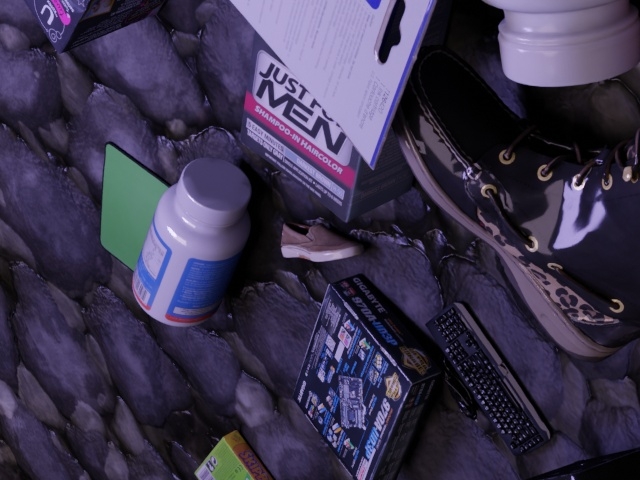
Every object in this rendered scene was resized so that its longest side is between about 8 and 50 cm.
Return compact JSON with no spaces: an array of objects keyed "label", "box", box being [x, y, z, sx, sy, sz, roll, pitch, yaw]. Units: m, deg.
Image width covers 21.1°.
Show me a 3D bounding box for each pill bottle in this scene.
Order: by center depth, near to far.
[{"label":"pill bottle","box":[0.211,-0.309,1.542,0.176,0.176,0.318,14,121,44]},{"label":"pill bottle","box":[-0.159,0.000,2.197,0.124,0.124,0.221,47,139,19]}]

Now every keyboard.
[{"label":"keyboard","box":[0.180,0.170,1.979,0.192,0.038,0.100,56,142,9]}]

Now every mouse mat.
[{"label":"mouse mat","box":[-0.255,-0.030,2.386,0.152,0.007,0.190,36,134,30]}]

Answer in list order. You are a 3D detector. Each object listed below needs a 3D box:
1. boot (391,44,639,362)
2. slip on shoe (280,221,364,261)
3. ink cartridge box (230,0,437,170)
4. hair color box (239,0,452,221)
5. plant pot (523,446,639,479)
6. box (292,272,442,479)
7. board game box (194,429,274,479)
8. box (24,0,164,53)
[{"label":"boot","box":[0.255,-0.070,1.650,0.377,0.138,0.284,54,142,-6]},{"label":"slip on shoe","box":[0.000,0.000,2.079,0.135,0.051,0.041,5,103,54]},{"label":"ink cartridge box","box":[0.023,-0.280,1.657,0.307,0.072,0.304,49,141,26]},{"label":"hair color box","box":[0.031,-0.228,1.850,0.185,0.113,0.374,38,136,30]},{"label":"plant pot","box":[0.297,0.319,1.828,0.187,0.188,0.167,-25,80,53]},{"label":"box","box":[0.052,0.177,2.099,0.175,0.051,0.220,50,141,31]},{"label":"board game box","box":[-0.074,0.400,2.412,0.259,0.039,0.124,55,142,14]},{"label":"box","box":[-0.302,-0.383,2.099,0.247,0.163,0.142,57,146,8]}]
